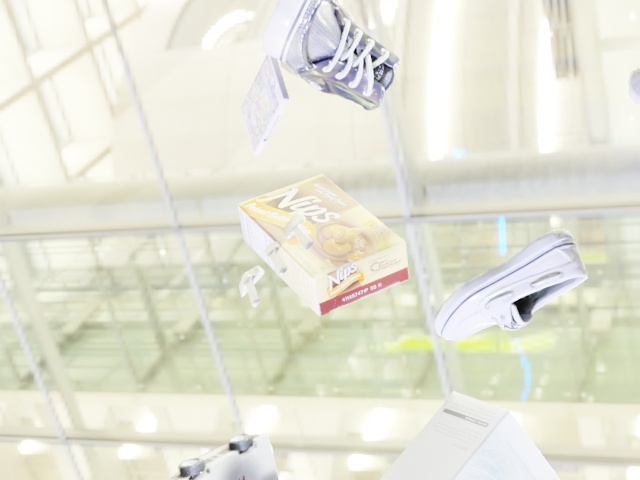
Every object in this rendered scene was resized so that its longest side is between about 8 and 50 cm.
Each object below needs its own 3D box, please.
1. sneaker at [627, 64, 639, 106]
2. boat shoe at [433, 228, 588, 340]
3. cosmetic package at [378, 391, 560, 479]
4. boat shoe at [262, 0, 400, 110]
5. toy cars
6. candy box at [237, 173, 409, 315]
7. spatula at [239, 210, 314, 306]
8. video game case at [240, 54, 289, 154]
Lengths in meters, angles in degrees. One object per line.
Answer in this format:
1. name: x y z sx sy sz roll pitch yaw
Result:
1. sneaker: 0.496 -0.181 1.319 0.105 0.281 0.115 -62 -23 -55
2. boat shoe: 0.235 0.075 1.458 0.083 0.226 0.076 9 -131 -43
3. cosmetic package: 0.216 0.382 1.658 0.225 0.138 0.224 -47 -64 -18
4. boat shoe: 0.027 -0.254 1.507 0.127 0.158 0.340 -63 -3 4
5. toy cars: -0.180 0.408 1.491 0.176 0.087 0.394 47 -127 -37
6. candy box: 0.000 0.000 2.075 0.183 0.316 0.087 -20 -57 -20
7. spatula: -0.072 0.035 1.862 0.019 0.168 0.242 43 -178 -14
8. video game case: -0.078 -0.189 1.600 0.011 0.122 0.087 0 -124 -27
